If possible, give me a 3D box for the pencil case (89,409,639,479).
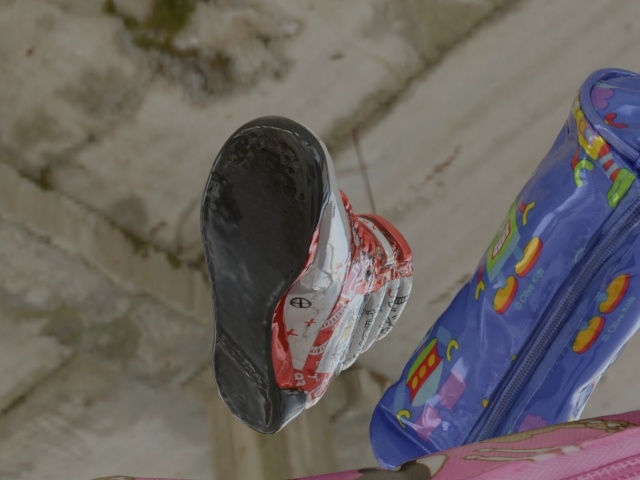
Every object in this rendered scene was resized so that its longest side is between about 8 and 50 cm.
[{"bbox_3d":[0.102,0.122,0.475,0.386,0.167,0.160,-10,-1,-24],"label":"pencil case"}]

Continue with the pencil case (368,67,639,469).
[{"bbox_3d":[0.137,0.049,0.846,0.119,0.133,0.306,28,-61,-2],"label":"pencil case"}]

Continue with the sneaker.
[{"bbox_3d":[-0.001,0.000,0.950,0.145,0.090,0.270,-37,-33,-36],"label":"sneaker"}]
